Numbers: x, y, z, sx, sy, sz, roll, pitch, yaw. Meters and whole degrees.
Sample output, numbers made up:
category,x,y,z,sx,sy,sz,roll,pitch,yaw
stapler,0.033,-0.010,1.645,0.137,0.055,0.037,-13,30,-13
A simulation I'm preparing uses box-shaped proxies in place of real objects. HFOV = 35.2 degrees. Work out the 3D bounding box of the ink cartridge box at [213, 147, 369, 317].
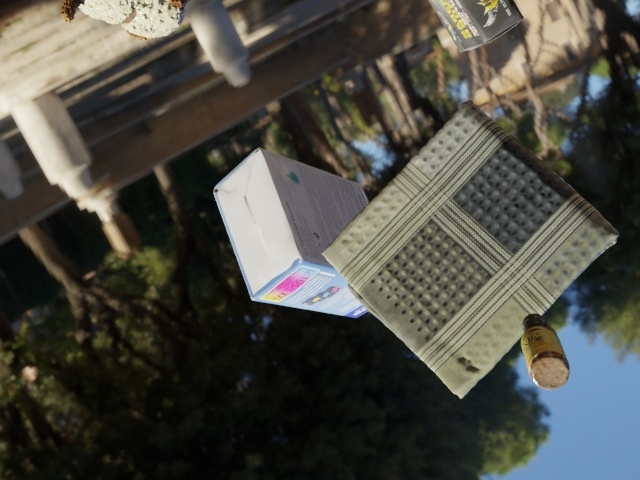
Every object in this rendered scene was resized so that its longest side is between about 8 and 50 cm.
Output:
category,x,y,z,sx,sy,sz,roll,pitch,yaw
ink cartridge box,0.000,0.000,2.043,0.151,0.270,0.395,-37,149,29

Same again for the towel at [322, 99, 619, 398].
category,x,y,z,sx,sy,sz,roll,pitch,yaw
towel,0.201,0.009,1.421,0.324,0.312,0.056,-46,153,5

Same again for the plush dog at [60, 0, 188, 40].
category,x,y,z,sx,sy,sz,roll,pitch,yaw
plush dog,-0.357,-0.461,1.886,0.262,0.225,0.210,-19,-126,52

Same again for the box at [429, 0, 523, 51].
category,x,y,z,sx,sy,sz,roll,pitch,yaw
box,0.150,-0.348,1.241,0.056,0.231,0.183,-32,-172,2

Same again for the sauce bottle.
category,x,y,z,sx,sy,sz,roll,pitch,yaw
sauce bottle,0.230,0.112,1.049,0.042,0.042,0.128,-25,-167,10
